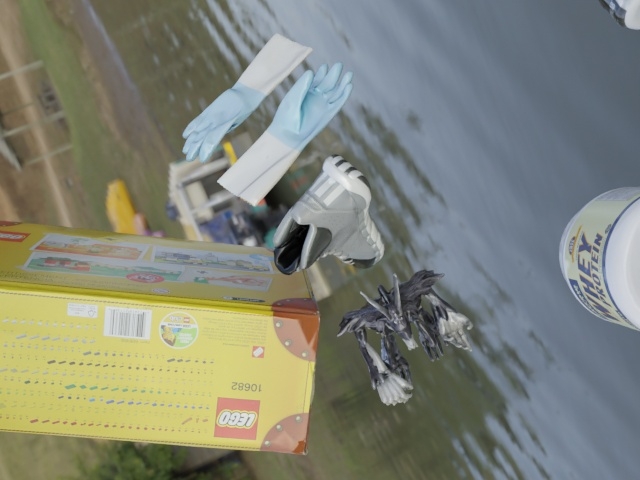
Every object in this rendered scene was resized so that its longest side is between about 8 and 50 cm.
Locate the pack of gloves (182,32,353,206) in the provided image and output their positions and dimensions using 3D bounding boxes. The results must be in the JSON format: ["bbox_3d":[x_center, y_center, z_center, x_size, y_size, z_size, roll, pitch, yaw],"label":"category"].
[{"bbox_3d":[-0.080,-0.178,1.292,0.195,0.232,0.046,33,167,38],"label":"pack of gloves"}]

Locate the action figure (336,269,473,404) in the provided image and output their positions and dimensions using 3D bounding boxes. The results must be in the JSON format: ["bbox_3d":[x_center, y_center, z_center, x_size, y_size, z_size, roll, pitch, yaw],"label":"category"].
[{"bbox_3d":[0.123,0.131,1.327,0.141,0.164,0.275,55,180,21],"label":"action figure"}]

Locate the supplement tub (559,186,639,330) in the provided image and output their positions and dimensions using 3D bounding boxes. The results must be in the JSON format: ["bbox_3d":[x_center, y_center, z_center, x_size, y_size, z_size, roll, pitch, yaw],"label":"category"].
[{"bbox_3d":[0.531,0.029,1.575,0.325,0.236,0.235,-151,37,-86],"label":"supplement tub"}]

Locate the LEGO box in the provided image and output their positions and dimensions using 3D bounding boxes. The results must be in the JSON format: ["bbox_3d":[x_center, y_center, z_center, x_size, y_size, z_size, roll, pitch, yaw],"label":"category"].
[{"bbox_3d":[-0.265,0.117,1.337,0.372,0.501,0.193,-110,27,-78],"label":"LEGO box"}]

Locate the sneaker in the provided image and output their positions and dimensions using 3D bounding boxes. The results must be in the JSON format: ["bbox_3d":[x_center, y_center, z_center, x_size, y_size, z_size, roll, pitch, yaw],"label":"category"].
[{"bbox_3d":[0.000,0.000,1.160,0.086,0.132,0.228,39,165,26],"label":"sneaker"}]

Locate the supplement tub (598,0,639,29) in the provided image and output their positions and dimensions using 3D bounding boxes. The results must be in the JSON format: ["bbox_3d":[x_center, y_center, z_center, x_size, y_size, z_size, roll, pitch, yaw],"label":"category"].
[{"bbox_3d":[0.463,-0.504,1.532,0.316,0.194,0.193,58,166,21],"label":"supplement tub"}]
